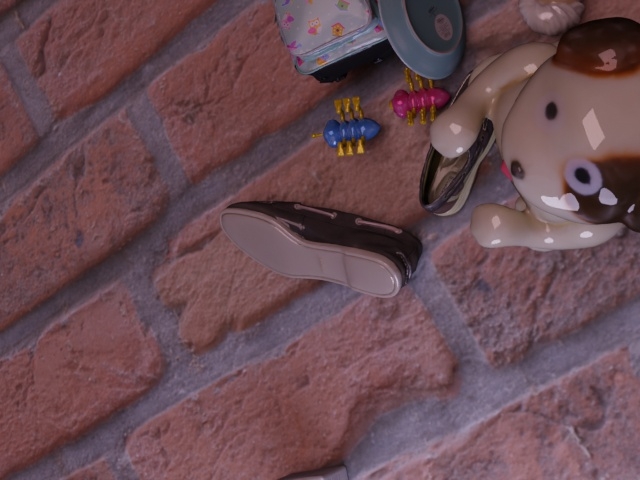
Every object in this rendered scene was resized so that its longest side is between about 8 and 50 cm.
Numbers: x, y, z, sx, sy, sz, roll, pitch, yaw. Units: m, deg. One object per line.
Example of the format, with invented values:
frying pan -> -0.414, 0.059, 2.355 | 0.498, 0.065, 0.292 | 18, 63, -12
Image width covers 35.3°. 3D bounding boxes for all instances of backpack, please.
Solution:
backpack -> 0.012, -0.340, 1.430 | 0.166, 0.144, 0.188 | -22, 76, 20

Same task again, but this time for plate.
plate -> 0.152, -0.321, 1.416 | 0.024, 0.188, 0.188 | -13, 84, 45

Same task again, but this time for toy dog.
toy dog -> 0.335, -0.117, 1.191 | 0.396, 0.408, 0.284 | -10, 94, 16

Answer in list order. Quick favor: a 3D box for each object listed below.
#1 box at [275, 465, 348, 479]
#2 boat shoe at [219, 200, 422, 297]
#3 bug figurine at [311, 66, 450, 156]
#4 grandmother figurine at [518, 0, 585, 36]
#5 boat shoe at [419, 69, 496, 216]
box -> -0.012, 0.408, 1.548 | 0.102, 0.087, 0.101 | -13, 84, 26
boat shoe -> 0.000, 0.000, 1.553 | 0.335, 0.095, 0.112 | 18, 133, 28
bug figurine -> 0.088, -0.262, 1.509 | 0.216, 0.072, 0.278 | -2, 84, 20
grandmother figurine -> 0.373, -0.436, 1.355 | 0.208, 0.104, 0.342 | 41, 107, 51
boat shoe -> 0.200, -0.141, 1.453 | 0.080, 0.073, 0.223 | 23, 100, 24
